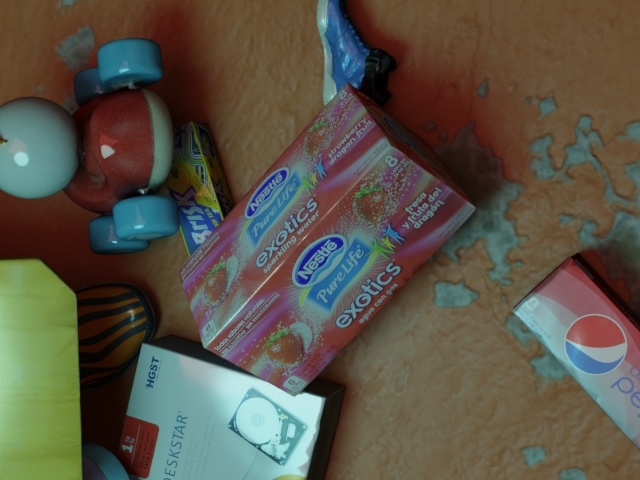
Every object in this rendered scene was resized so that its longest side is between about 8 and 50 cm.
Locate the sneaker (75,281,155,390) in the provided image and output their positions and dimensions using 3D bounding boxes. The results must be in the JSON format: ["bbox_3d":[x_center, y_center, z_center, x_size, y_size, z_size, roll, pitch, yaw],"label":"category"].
[{"bbox_3d":[-0.358,0.149,1.545,0.321,0.180,0.124,-26,86,16],"label":"sneaker"}]

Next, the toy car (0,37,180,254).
[{"bbox_3d":[-0.299,-0.099,1.457,0.238,0.210,0.219,-3,82,-25],"label":"toy car"}]

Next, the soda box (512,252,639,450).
[{"bbox_3d":[0.329,0.139,1.392,0.092,0.083,0.263,-45,80,14],"label":"soda box"}]

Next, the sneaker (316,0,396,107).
[{"bbox_3d":[0.045,-0.219,1.466,0.085,0.058,0.152,0,98,22],"label":"sneaker"}]

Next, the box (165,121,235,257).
[{"bbox_3d":[-0.141,-0.052,1.535,0.059,0.054,0.168,-18,89,17],"label":"box"}]

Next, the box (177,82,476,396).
[{"bbox_3d":[0.000,0.000,1.422,0.142,0.154,0.300,33,107,-34],"label":"box"}]

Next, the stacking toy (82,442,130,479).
[{"bbox_3d":[-0.248,0.401,1.489,0.309,0.130,0.279,41,116,25],"label":"stacking toy"}]

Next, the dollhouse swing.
[{"bbox_3d":[-0.451,0.158,1.451,0.305,0.315,0.346,-4,95,-24],"label":"dollhouse swing"}]

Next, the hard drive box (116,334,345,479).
[{"bbox_3d":[-0.108,0.230,1.524,0.232,0.089,0.181,14,97,16],"label":"hard drive box"}]
